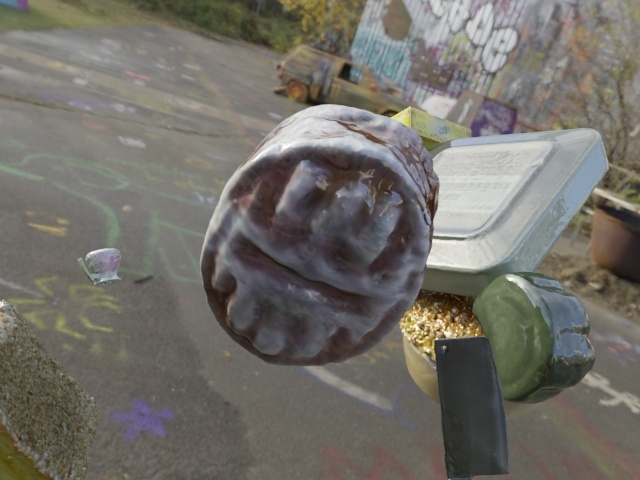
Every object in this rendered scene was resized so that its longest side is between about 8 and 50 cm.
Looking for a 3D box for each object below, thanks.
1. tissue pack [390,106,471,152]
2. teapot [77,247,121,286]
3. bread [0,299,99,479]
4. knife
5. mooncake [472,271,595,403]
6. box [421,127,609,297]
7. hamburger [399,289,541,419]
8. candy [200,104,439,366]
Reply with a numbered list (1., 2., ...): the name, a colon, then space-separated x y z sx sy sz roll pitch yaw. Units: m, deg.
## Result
1. tissue pack: 0.230 -0.220 1.469 0.176 0.062 0.095 12 -18 -32
2. teapot: -0.413 0.052 1.281 0.064 0.064 0.083 -19 -10 40
3. bread: -0.390 0.219 0.856 0.110 0.234 0.184 -22 31 5
4. knife: 0.168 0.229 0.743 0.072 0.245 0.019 -5 -6 15
5. mooncake: 0.281 0.130 0.917 0.104 0.175 0.168 5 1 -32
6. box: 0.258 -0.063 1.183 0.367 0.090 0.373 5 45 50
7. hamburger: 0.281 0.161 1.159 0.302 0.170 0.302 3 31 -2
8. candy: 0.000 0.000 0.688 0.214 0.289 0.157 27 37 -4
